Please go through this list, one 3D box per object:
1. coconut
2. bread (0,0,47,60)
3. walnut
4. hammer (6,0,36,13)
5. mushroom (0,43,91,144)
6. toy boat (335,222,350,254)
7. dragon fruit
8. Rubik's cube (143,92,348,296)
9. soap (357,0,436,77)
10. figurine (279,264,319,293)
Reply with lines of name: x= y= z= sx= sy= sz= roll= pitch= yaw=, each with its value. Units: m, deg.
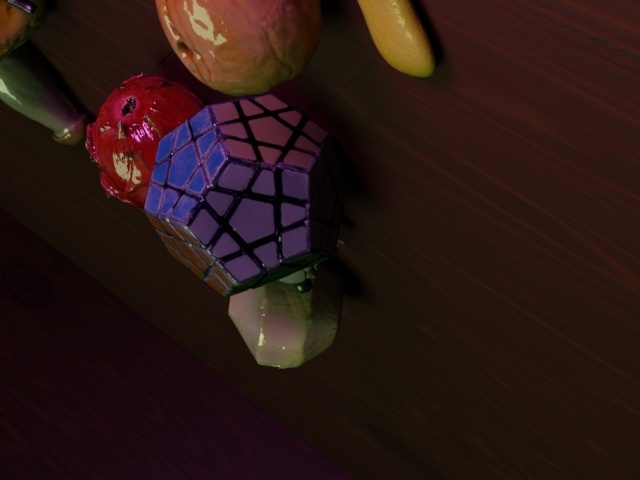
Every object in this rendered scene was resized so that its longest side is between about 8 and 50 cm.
coconut: x=-0.070 y=0.133 z=1.819 sx=0.237 sy=0.237 sz=0.197 roll=37 pitch=164 yaw=12
bread: x=-0.689 y=-0.437 z=1.667 sx=0.348 sy=0.308 sz=0.348 roll=41 pitch=159 yaw=19
walnut: x=-0.101 y=-0.281 z=1.096 sx=0.195 sy=0.195 sz=0.222 roll=22 pitch=157 yaw=43
hammer: x=-0.408 y=-0.426 z=1.432 sx=0.427 sy=0.044 sz=0.152 roll=4 pitch=158 yaw=41
mushroom: x=-0.654 y=-0.348 z=2.070 sx=0.128 sy=0.128 sz=0.350 roll=12 pitch=149 yaw=54
toy boat: x=0.000 y=0.000 z=1.687 sx=0.072 sy=0.064 sz=0.206 roll=28 pitch=164 yaw=-15
dragon fruit: x=-0.282 y=-0.163 z=1.619 sx=0.241 sy=0.241 sz=0.252 roll=31 pitch=139 yaw=27
Rubik's cube: x=-0.111 y=-0.068 z=1.437 sx=0.264 sy=0.319 sz=0.319 roll=24 pitch=176 yaw=-42
soap: x=0.081 y=-0.251 z=1.049 sx=0.089 sy=0.033 sz=0.168 roll=20 pitch=152 yaw=40
figurine: x=-0.065 y=0.031 z=1.634 sx=0.147 sy=0.093 sz=0.197 roll=60 pitch=156 yaw=-7
